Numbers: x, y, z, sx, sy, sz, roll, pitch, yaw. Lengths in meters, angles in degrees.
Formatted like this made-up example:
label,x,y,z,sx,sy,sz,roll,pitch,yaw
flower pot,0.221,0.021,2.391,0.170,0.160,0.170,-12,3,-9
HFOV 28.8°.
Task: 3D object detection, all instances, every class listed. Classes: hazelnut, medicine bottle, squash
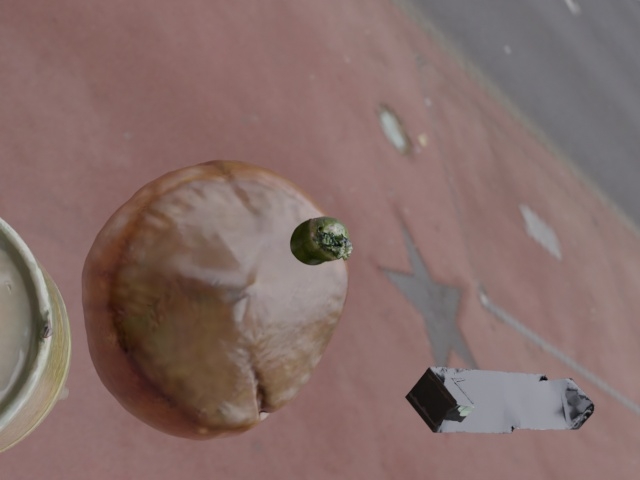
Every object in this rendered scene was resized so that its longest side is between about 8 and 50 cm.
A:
label,x,y,z,sx,sy,sz,roll,pitch,yaw
hazelnut,-0.139,0.063,1.543,0.315,0.372,0.372,45,29,-21
medicine bottle,-0.360,0.099,1.205,0.406,0.235,0.236,127,-61,-78
squash,0.000,0.000,1.282,0.052,0.052,0.183,62,-8,-2

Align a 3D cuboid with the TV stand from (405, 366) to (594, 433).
label,x,y,z,sx,sy,sz,roll,pitch,yaw
TV stand,0.185,0.160,1.233,0.256,0.040,0.049,10,33,-47
